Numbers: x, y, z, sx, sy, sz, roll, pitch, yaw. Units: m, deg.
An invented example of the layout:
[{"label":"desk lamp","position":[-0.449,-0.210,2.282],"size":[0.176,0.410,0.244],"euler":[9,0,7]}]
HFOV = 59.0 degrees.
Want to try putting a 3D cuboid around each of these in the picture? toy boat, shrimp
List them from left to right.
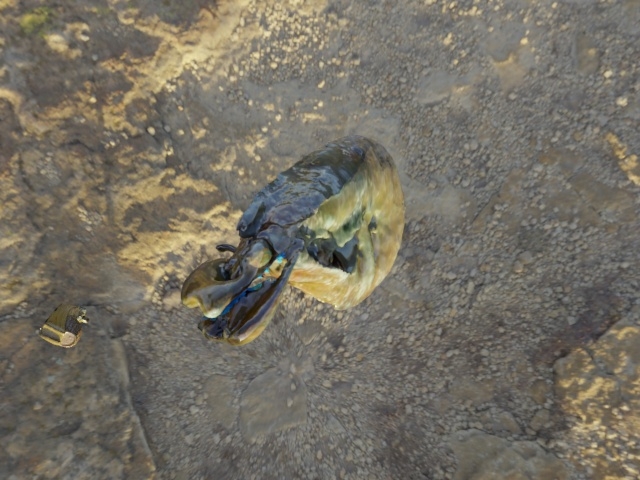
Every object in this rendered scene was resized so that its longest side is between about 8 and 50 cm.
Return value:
[{"label":"toy boat","position":[-0.361,0.121,0.808],"size":[0.049,0.149,0.047],"euler":[26,88,-15]},{"label":"shrimp","position":[0.000,0.000,0.693],"size":[0.110,0.446,0.221],"euler":[-2,108,33]}]
